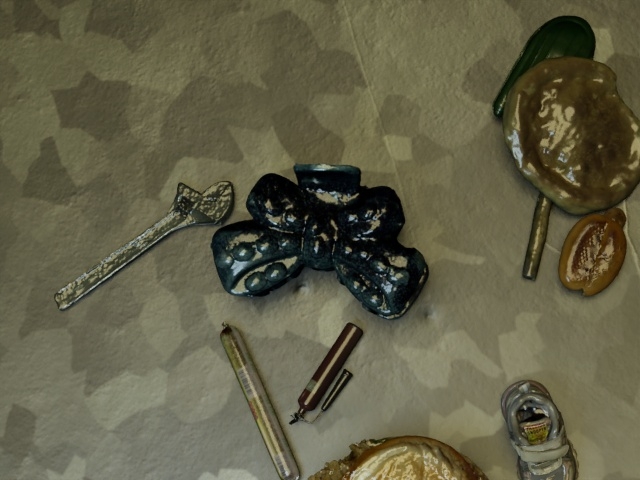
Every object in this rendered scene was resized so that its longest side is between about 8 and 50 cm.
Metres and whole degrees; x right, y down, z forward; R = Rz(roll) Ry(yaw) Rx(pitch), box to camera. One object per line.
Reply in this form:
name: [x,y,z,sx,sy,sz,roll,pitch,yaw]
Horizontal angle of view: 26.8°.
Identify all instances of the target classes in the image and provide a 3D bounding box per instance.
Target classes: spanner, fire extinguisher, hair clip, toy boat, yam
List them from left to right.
spanner: [-0.267,0.005,2.042,0.325,0.026,0.093,-36,76,-1]
hair clip: [0.004,-0.005,1.932,0.310,0.194,0.206,7,84,7]
fire extinguisher: [0.013,0.202,1.956,0.049,0.035,0.173,37,81,-24]
yam: [0.328,-0.056,1.980,0.029,0.027,0.234,16,77,-14]
toy boat: [0.342,-0.250,2.016,0.104,0.052,0.210,27,79,15]

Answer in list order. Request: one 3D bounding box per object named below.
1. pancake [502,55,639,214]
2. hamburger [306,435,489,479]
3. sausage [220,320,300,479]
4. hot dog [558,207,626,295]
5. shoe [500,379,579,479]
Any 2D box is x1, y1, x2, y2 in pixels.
pancake: [0.377,-0.156,1.964,0.222,0.042,0.236,-14,89,-14]
hamburger: [0.111,0.386,1.840,0.286,0.146,0.243,10,84,3]
sausage: [-0.089,0.238,1.956,0.033,0.033,0.269,-25,74,0]
hot dog: [0.396,0.012,1.942,0.090,0.060,0.140,18,86,7]
shoe: [0.308,0.276,1.866,0.089,0.092,0.180,-16,75,2]
